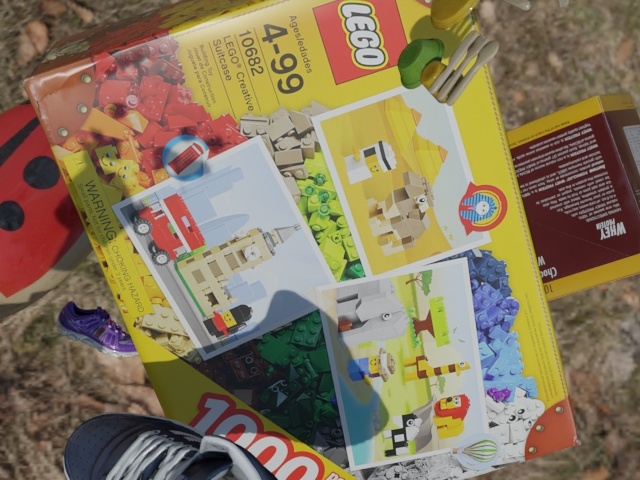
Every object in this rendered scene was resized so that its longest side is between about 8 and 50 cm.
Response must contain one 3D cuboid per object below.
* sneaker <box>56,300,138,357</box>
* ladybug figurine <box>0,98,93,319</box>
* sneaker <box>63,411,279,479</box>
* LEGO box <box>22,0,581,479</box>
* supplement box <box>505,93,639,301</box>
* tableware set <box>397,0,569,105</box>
[{"bbox_3d":[-0.384,0.157,1.845,0.170,0.068,0.071,21,100,-4],"label":"sneaker"},{"bbox_3d":[-0.481,-0.070,1.626,0.449,0.305,0.162,-52,151,-17],"label":"ladybug figurine"},{"bbox_3d":[-0.106,0.174,0.729,0.099,0.282,0.153,-57,144,-16],"label":"sneaker"},{"bbox_3d":[0.000,0.000,0.997,0.193,0.372,0.500,-101,173,-67],"label":"LEGO box"},{"bbox_3d":[0.280,-0.041,1.183,0.129,0.191,0.194,-14,83,-57],"label":"supplement box"},{"bbox_3d":[0.108,-0.148,0.629,0.024,0.104,0.154,31,100,-30],"label":"tableware set"}]
